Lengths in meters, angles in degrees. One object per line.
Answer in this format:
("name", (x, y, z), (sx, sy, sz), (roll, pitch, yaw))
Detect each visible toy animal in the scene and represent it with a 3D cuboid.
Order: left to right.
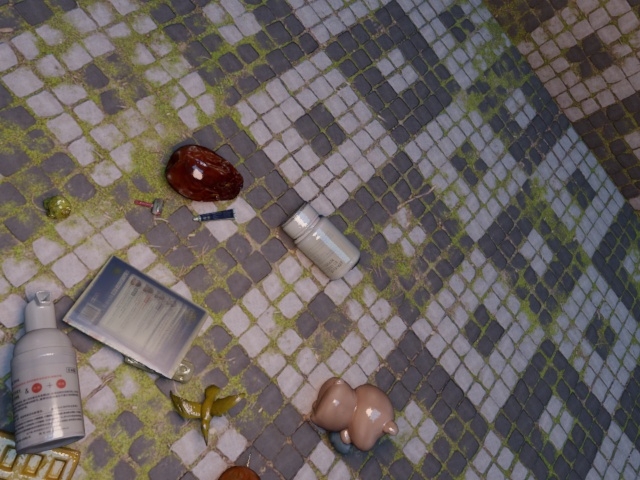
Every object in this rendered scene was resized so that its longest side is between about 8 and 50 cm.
("toy animal", (-0.301, 0.481, 1.380), (0.219, 0.095, 0.155), (-9, 79, 10))
("toy animal", (0.096, 0.517, 1.527), (0.230, 0.210, 0.221), (-33, 100, 7))

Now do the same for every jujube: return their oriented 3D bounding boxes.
("jujube", (-0.349, -0.194, 1.515), (0.237, 0.168, 0.167), (20, 68, -39))

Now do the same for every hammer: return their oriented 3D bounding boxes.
("hammer", (-0.508, -0.106, 1.475), (0.084, 0.031, 0.052), (12, 69, -13))

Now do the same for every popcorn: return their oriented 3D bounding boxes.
("popcorn", (-0.711, -0.095, 1.349), (0.083, 0.068, 0.060), (31, 31, 23))

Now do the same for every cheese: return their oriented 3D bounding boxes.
("cheese", (-0.445, 0.341, 1.379), (0.194, 0.043, 0.064), (28, 63, -19))

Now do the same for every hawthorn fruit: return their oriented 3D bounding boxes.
("hawthorn fruit", (-0.219, 0.691, 1.367), (0.149, 0.149, 0.189), (50, 26, -7))

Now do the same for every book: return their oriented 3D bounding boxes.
("book", (-0.495, 0.209, 1.374), (0.323, 0.018, 0.228), (35, 55, -12))

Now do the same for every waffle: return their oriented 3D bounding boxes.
("waffle", (-0.729, 0.578, 1.165), (0.248, 0.055, 0.220), (25, 67, -20))

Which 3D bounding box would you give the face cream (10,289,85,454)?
("face cream", (-0.669, 0.310, 1.212), (0.146, 0.145, 0.369), (-5, 64, -28))

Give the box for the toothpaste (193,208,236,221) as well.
("toothpaste", (-0.331, -0.075, 1.559), (0.140, 0.021, 0.037), (-10, 89, -31))

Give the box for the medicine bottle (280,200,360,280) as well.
("medicine bottle", (0.000, 0.000, 1.639), (0.258, 0.143, 0.143), (46, 62, -11))
